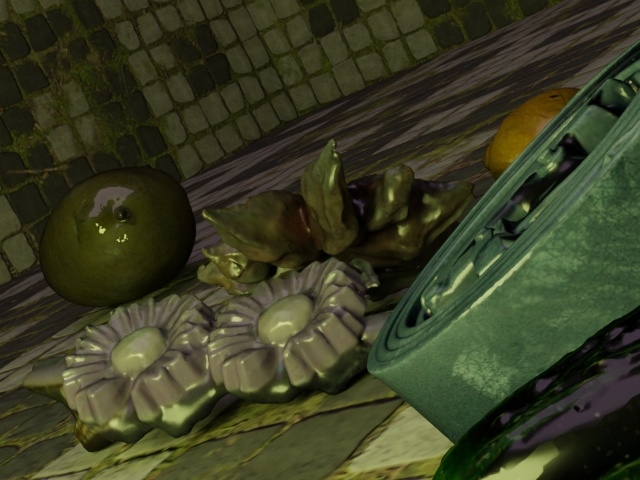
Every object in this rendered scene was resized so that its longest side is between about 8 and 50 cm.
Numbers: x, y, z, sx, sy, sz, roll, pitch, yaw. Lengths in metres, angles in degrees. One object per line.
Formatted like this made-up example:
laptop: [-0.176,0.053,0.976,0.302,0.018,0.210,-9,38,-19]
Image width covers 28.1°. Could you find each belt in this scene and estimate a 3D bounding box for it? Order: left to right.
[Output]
belt: [0.107,0.001,0.482,0.190,0.082,0.141,-49,7,-5]

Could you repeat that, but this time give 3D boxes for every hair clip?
hair clip: [-0.061,0.073,0.759,0.292,0.085,0.106,-17,30,27]

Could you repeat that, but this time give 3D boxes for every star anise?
star anise: [0.000,0.000,0.808,0.195,0.065,0.182,-18,-22,29]

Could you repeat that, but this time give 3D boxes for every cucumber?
cucumber: [0.138,0.033,0.376,0.241,0.074,0.074,-27,8,-4]

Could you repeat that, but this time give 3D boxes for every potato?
potato: [-0.227,-0.004,1.440,0.174,0.159,0.251,-56,5,-17]

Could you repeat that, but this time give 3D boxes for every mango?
mango: [0.165,-0.067,0.913,0.098,0.075,0.190,-20,2,1]
